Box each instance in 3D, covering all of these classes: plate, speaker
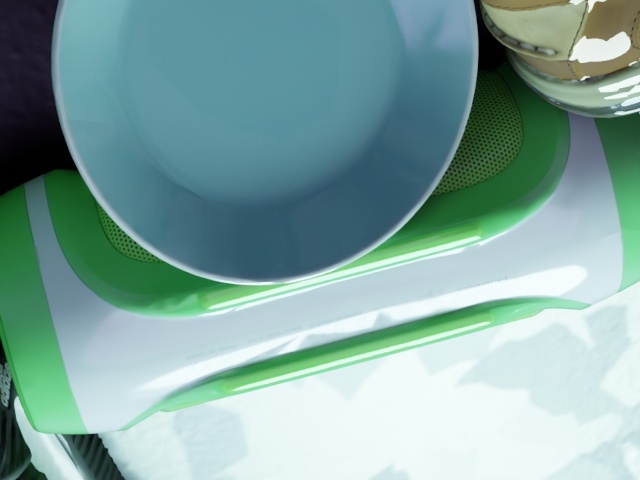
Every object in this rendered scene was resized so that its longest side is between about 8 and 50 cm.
[{"bbox_3d":[-0.023,-0.076,0.815,0.188,0.024,0.188,-5,102,-23],"label":"plate"},{"bbox_3d":[0.000,0.000,0.909,0.296,0.131,0.131,-15,130,-5],"label":"speaker"}]

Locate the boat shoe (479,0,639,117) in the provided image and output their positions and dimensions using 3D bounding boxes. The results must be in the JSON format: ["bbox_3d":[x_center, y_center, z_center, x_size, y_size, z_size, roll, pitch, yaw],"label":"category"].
[{"bbox_3d":[0.195,-0.182,0.801,0.324,0.122,0.120,-41,142,9],"label":"boat shoe"}]

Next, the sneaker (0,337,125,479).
[{"bbox_3d":[-0.189,0.254,1.062,0.257,0.169,0.447,-19,123,11],"label":"sneaker"}]
